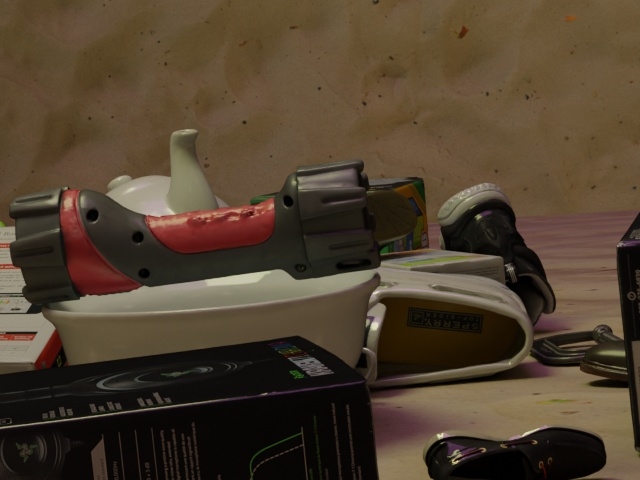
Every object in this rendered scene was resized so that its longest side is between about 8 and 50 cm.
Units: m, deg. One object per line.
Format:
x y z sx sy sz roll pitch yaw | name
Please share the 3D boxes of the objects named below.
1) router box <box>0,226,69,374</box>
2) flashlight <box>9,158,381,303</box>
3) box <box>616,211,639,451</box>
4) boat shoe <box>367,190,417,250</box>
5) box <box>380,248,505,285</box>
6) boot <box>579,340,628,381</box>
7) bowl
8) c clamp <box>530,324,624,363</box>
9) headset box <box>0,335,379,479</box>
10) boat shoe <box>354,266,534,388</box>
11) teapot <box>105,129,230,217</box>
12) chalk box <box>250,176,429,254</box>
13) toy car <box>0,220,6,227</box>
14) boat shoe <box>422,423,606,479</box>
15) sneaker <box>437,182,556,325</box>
-0.392 0.086 1.754 0.335 0.082 0.301 -1 25 11 | router box
-0.108 -0.014 1.494 0.304 0.103 0.103 -9 -30 6 | flashlight
0.321 0.060 1.393 0.143 0.165 0.270 -4 4 15 | box
0.000 -0.001 1.936 0.224 0.080 0.073 -10 -29 -26 | boat shoe
0.115 0.069 1.945 0.114 0.103 0.203 -6 4 -19 | box
0.342 0.073 1.585 0.219 0.106 0.082 -3 5 21 | boot
-0.090 0.105 1.525 0.298 0.134 0.298 -5 4 0 | bowl
0.285 0.109 1.789 0.137 0.022 0.161 -11 7 -11 | c clamp
-0.125 0.147 1.043 0.283 0.131 0.246 -7 4 -9 | headset box
0.030 0.093 1.689 0.367 0.135 0.156 4 7 -5 | boat shoe
-0.213 0.009 2.128 0.256 0.187 0.252 -29 -16 0 | teapot
0.023 0.022 2.206 0.180 0.179 0.289 -3 6 17 | chalk box
-0.416 0.096 2.047 0.188 0.155 0.149 -29 49 -9 | toy car
0.138 0.156 1.205 0.133 0.049 0.042 0 30 -17 | boat shoe
0.207 0.057 2.056 0.101 0.153 0.268 -23 -30 -3 | sneaker
